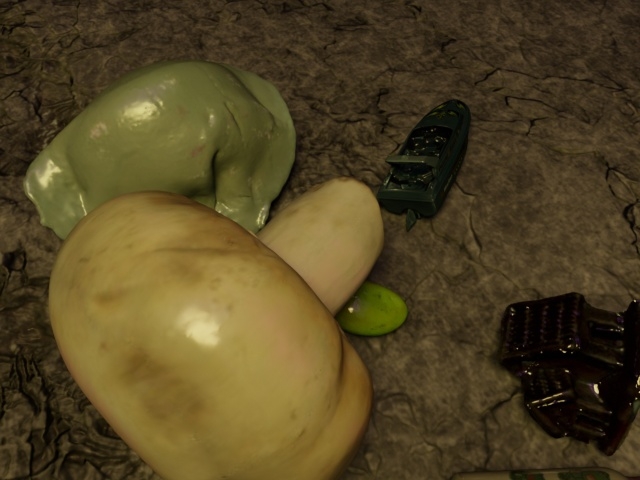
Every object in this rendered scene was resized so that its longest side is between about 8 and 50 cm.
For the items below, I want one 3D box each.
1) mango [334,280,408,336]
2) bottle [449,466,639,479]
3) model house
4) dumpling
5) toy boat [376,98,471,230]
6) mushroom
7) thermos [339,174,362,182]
[{"bbox_3d":[0.060,0.088,0.701,0.108,0.056,0.073,5,65,0],"label":"mango"},{"bbox_3d":[0.264,0.292,0.543,0.253,0.120,0.120,-2,60,0],"label":"bottle"},{"bbox_3d":[0.288,0.146,0.635,0.152,0.106,0.165,15,57,7],"label":"model house"},{"bbox_3d":[-0.198,-0.121,0.758,0.321,0.270,0.211,-33,39,9],"label":"dumpling"},{"bbox_3d":[0.166,-0.137,0.809,0.093,0.103,0.246,8,52,33],"label":"toy boat"},{"bbox_3d":[-0.090,0.105,0.566,0.353,0.353,0.325,-1,103,0],"label":"mushroom"},{"bbox_3d":[-0.003,-0.001,0.747,0.083,0.073,0.187,44,69,0],"label":"thermos"}]
